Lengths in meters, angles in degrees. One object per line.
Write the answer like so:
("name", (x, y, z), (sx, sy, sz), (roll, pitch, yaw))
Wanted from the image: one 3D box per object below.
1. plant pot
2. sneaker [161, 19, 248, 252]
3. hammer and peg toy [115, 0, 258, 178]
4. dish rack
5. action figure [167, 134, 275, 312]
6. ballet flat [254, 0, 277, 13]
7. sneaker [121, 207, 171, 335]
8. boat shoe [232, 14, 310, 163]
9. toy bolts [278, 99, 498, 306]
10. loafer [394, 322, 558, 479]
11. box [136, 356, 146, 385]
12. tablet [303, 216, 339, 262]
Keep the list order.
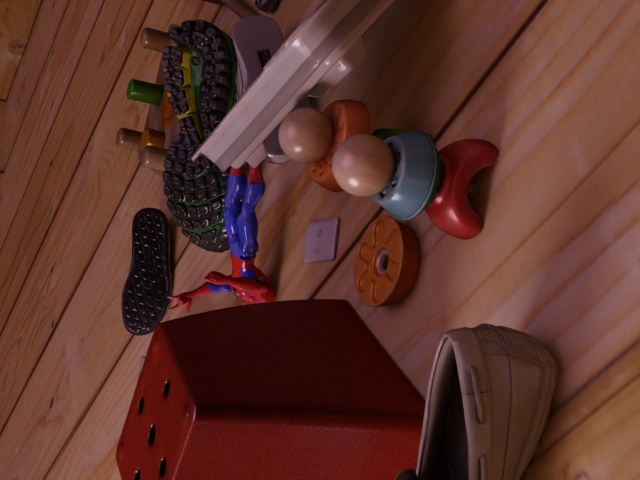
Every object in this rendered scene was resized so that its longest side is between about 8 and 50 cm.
("plant pot", (-0.073, 0.221, 1.102), (0.267, 0.235, 0.267), (50, 125, 57))
("sneaker", (-0.148, -0.153, 1.547), (0.134, 0.146, 0.344), (2, 93, 22))
("hammer and peg toy", (-0.229, -0.285, 1.721), (0.266, 0.127, 0.362), (34, 111, 62))
("dish rack", (-0.001, -0.215, 1.197), (0.285, 0.072, 0.333), (-52, 9, -37))
("action figure", (-0.135, 0.006, 1.359), (0.091, 0.139, 0.281), (25, 128, 52))
("ballet flat", (-0.070, -0.397, 1.552), (0.114, 0.041, 0.041), (-59, 33, 34))
("sneaker", (-0.300, 0.056, 1.816), (0.097, 0.084, 0.235), (109, 167, -77))
("boat shoe", (-0.076, -0.199, 1.437), (0.088, 0.096, 0.268), (89, 165, -53))
("toy bolts", (0.047, -0.043, 1.050), (0.228, 0.158, 0.218), (3, 83, 63))
("loafer", (0.109, 0.227, 0.875), (0.112, 0.111, 0.320), (14, 93, 64))
("box", (-0.230, 0.237, 1.566), (0.102, 0.087, 0.101), (3, 83, 63))
("tablet", (0.000, 0.000, 1.297), (0.083, 0.006, 0.054), (-8, 72, 62))
